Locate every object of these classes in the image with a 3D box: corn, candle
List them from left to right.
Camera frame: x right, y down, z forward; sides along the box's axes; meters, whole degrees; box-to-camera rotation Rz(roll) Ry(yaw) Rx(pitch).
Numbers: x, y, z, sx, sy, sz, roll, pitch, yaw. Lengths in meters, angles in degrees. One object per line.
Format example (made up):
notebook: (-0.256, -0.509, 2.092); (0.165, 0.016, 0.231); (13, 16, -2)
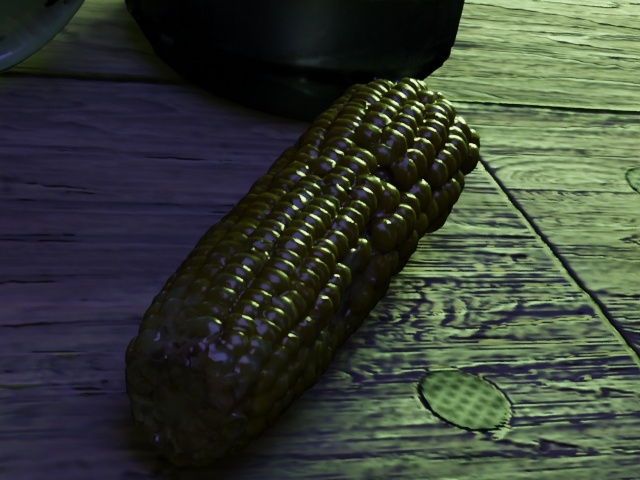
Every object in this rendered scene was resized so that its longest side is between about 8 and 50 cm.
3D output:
corn: (0.000, 0.000, 0.777); (0.097, 0.097, 0.320); (25, 34, 11)
candle: (0.008, -0.262, 0.966); (0.221, 0.342, 0.221); (11, 27, -6)

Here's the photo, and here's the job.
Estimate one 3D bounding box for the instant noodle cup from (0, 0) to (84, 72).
instant noodle cup: (-0.244, -0.216, 0.905); (0.216, 0.215, 0.236); (-19, 55, -46)
